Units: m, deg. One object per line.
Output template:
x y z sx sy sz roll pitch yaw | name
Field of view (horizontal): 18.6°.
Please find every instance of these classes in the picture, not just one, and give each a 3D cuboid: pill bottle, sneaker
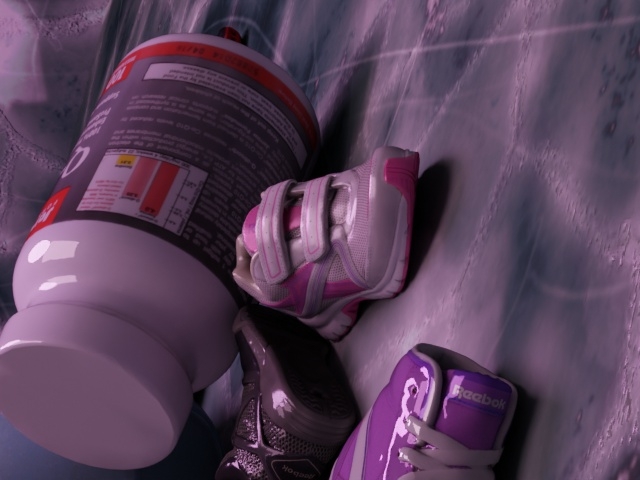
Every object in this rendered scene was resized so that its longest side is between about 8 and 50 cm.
-0.146 0.006 1.720 0.210 0.210 0.363 -56 9 51 | pill bottle
0.061 0.162 1.146 0.282 0.102 0.161 -99 31 -58 | sneaker
-0.042 0.139 1.576 0.130 0.087 0.227 -63 23 17 | sneaker
0.000 0.000 1.514 0.252 0.111 0.103 129 153 -57 | sneaker

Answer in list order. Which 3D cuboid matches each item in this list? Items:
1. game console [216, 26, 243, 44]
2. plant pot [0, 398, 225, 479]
-0.186 -0.022 2.343 0.386 0.060 0.342 121 159 -44 | game console
-0.202 0.222 1.814 0.195 0.290 0.290 -8 61 34 | plant pot
